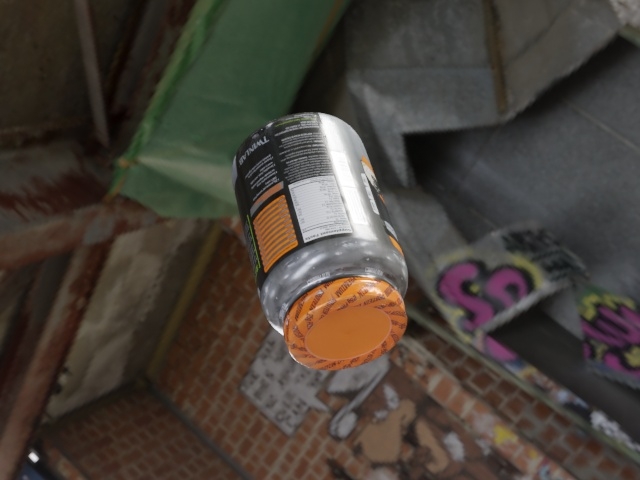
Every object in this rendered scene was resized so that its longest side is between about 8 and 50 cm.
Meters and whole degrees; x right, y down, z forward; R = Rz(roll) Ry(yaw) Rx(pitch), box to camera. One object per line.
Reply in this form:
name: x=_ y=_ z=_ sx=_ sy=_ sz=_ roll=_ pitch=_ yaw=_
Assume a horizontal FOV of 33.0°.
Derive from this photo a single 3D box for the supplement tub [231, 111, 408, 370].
supplement tub: x=0.000 y=0.000 z=0.851 sx=0.117 sy=0.190 sz=0.117 roll=-9 pitch=-40 yaw=-8
